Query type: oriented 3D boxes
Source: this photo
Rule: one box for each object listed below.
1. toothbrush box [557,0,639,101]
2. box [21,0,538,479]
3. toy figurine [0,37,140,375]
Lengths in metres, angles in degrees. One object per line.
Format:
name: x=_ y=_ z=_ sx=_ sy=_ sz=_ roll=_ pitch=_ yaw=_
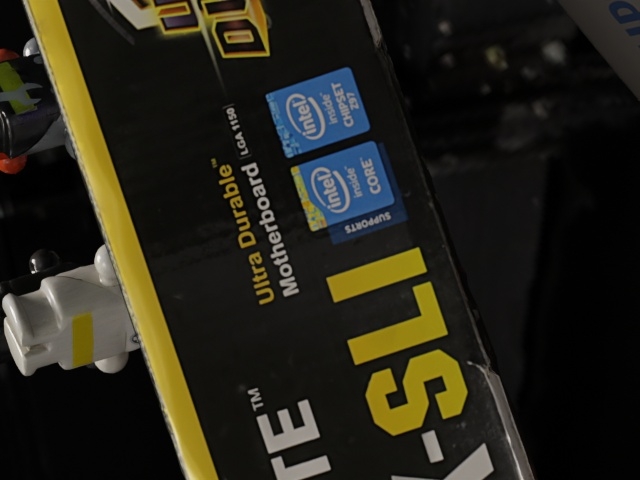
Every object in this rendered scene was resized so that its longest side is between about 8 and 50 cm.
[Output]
toothbrush box: x=0.123 y=-0.211 z=0.531 sx=0.126 sy=0.295 sz=0.216 roll=-11 pitch=-43 yaw=39
box: x=0.000 y=0.000 z=0.552 sx=0.079 sy=0.322 sz=0.257 roll=-17 pitch=-90 yaw=3
toy figurine: x=-0.151 y=-0.024 z=1.162 sx=0.148 sy=0.209 sz=0.213 roll=-16 pitch=-87 yaw=-20
